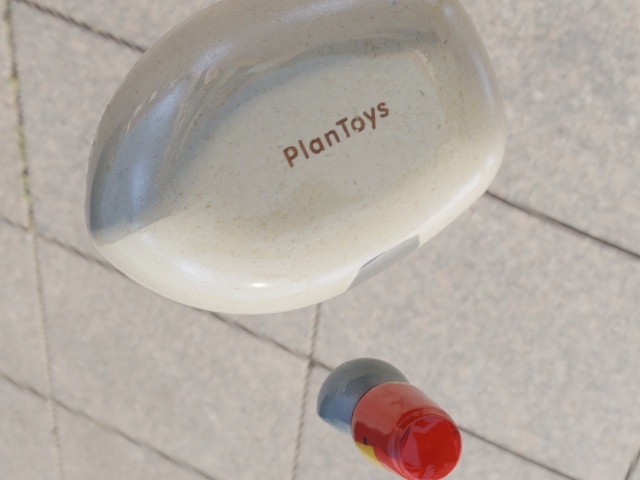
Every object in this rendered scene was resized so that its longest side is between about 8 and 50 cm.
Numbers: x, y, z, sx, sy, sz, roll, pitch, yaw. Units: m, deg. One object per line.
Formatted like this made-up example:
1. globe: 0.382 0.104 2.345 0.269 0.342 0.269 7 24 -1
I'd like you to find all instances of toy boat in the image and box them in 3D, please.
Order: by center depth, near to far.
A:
1. toy boat: 0.000 0.000 0.875 0.148 0.267 0.318 -159 49 -72
